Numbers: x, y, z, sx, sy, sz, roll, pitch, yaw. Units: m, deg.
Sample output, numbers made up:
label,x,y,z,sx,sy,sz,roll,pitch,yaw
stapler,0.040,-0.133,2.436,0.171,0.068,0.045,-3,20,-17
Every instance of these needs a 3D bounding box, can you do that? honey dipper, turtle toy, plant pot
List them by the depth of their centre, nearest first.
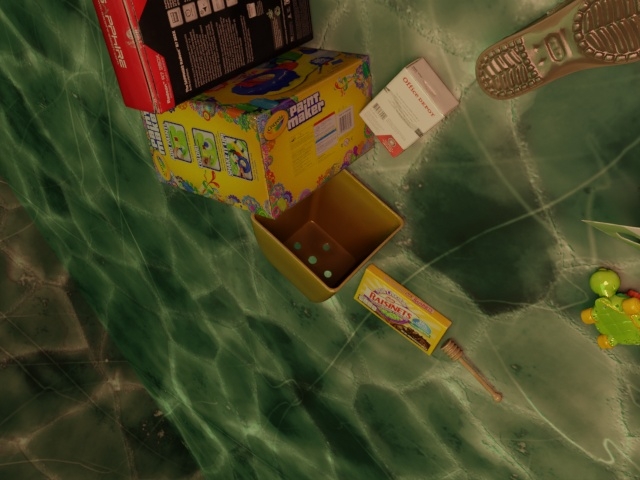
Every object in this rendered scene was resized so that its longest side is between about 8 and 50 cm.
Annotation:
label,x,y,z,sx,sy,sz,roll,pitch,yaw
turtle toy,0.456,0.104,0.935,0.130,0.066,0.095,56,141,-5
plant pot,0.000,0.000,1.204,0.212,0.212,0.187,42,154,11
honey dipper,0.309,0.267,1.240,0.161,0.030,0.030,46,141,0

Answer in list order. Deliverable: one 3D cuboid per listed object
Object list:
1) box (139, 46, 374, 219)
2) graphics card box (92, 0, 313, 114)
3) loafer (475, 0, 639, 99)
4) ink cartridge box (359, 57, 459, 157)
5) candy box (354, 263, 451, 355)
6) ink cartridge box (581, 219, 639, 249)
label,x,y,z,sx,sy,sz,roll,pitch,yaw
box,-0.104,-0.207,1.057,0.279,0.290,0.177,18,131,33
graphics card box,-0.164,-0.369,0.925,0.094,0.371,0.233,17,131,34
loafer,0.327,-0.262,0.760,0.268,0.092,0.102,-13,115,31
ink cartridge box,0.143,-0.215,0.997,0.099,0.056,0.135,52,142,-1
candy box,0.168,0.145,1.280,0.206,0.027,0.105,36,136,18
ink cartridge box,0.479,-0.008,0.756,0.235,0.171,0.056,20,92,54
